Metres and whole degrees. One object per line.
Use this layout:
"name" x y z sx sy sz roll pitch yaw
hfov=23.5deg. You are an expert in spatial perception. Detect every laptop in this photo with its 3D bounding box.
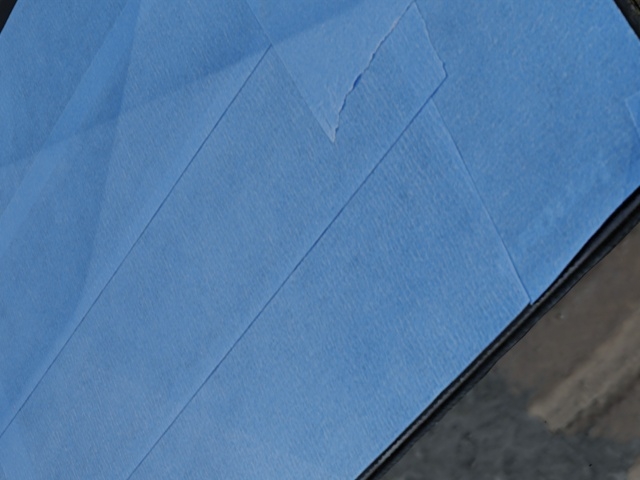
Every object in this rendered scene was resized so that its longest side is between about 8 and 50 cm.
"laptop" -0.168 -0.073 0.480 0.408 0.236 0.382 26 131 -15

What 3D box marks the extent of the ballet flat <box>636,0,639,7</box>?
"ballet flat" 0.201 -0.126 0.607 0.483 0.164 0.182 -29 134 6
